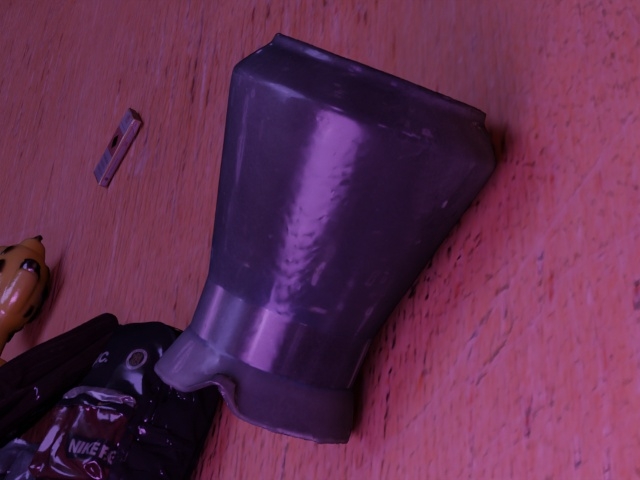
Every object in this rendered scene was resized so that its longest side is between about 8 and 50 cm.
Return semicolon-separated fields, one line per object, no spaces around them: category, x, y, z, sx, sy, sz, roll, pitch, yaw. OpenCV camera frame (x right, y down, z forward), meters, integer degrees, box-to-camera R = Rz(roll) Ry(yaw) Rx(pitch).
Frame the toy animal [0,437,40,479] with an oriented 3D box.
toy animal;-0.269;0.228;1.394;0.269;0.082;0.137;-39;11;33

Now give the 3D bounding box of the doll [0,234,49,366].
doll;-0.347;0.116;1.751;0.117;0.086;0.291;-46;26;46

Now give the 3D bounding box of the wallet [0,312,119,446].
wallet;-0.294;0.160;1.538;0.182;0.049;0.229;-30;-8;-46

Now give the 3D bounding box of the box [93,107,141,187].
box;-0.220;-0.101;1.805;0.083;0.012;0.046;-59;22;11

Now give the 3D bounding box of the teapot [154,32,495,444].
teapot;0.000;0.000;1.043;0.203;0.171;0.225;-7;-61;-78

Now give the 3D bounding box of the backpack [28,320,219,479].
backpack;-0.142;0.138;1.234;0.120;0.106;0.165;-10;55;42
